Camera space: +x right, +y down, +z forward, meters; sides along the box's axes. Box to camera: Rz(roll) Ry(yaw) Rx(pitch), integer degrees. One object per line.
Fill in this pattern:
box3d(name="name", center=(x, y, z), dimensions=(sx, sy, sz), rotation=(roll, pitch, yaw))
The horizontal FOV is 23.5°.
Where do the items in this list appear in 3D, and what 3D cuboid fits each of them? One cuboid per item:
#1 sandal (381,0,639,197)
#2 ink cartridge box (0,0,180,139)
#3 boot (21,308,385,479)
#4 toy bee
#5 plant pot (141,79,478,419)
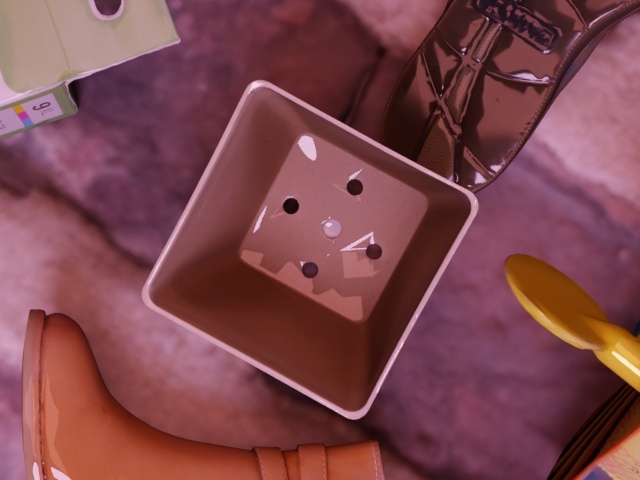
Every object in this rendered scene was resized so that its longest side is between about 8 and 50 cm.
box3d(name="sandal", center=(0.112, -0.112, 0.736), dimensions=(0.090, 0.060, 0.219), rotation=(36, 98, 10))
box3d(name="ink cartridge box", center=(-0.180, -0.100, 0.723), dimensions=(0.209, 0.062, 0.109), rotation=(-20, 83, -4))
box3d(name="boot", center=(-0.047, 0.110, 0.695), dimensions=(0.152, 0.073, 0.197), rotation=(-15, 95, -2))
box3d(name="toy bee", center=(0.155, 0.051, 0.583), dimensions=(0.195, 0.298, 0.162), rotation=(24, 42, 20))
box3d(name="plant pot", center=(0.000, 0.000, 0.688), dimensions=(0.109, 0.096, 0.109), rotation=(29, 98, 3))
